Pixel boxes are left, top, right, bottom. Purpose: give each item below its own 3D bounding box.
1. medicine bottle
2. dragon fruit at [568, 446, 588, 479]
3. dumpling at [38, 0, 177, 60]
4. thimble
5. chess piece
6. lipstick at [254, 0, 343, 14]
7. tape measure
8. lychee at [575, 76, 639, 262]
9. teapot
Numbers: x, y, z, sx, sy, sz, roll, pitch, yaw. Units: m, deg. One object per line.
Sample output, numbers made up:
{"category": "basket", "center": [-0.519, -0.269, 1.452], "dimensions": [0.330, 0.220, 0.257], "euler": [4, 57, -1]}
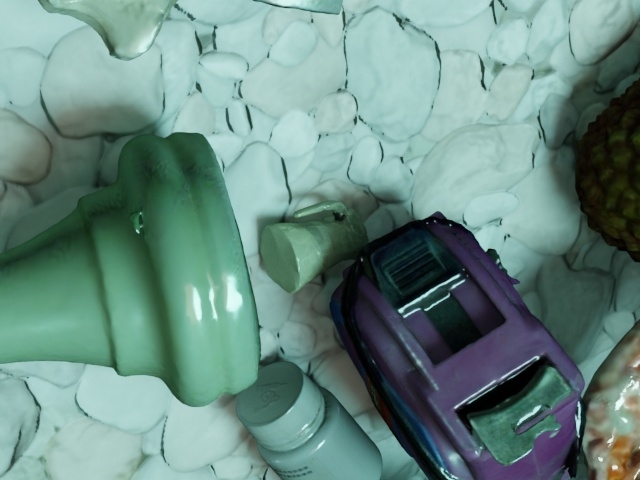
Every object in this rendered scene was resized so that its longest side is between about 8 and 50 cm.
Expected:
{"category": "medicine bottle", "center": [-0.010, 0.165, 1.191], "dimensions": [0.080, 0.080, 0.130], "euler": [-40, 126, -4]}
{"category": "dragon fruit", "center": [0.298, 0.328, 1.358], "dimensions": [0.204, 0.221, 0.283], "euler": [-1, 113, -21]}
{"category": "dumpling", "center": [-0.122, -0.218, 0.919], "dimensions": [0.136, 0.118, 0.199], "euler": [22, 76, -20]}
{"category": "thimble", "center": [0.330, 0.157, 1.160], "dimensions": [0.239, 0.239, 0.162], "euler": [-59, 168, 10]}
{"category": "chess piece", "center": [-0.205, 0.045, 0.976], "dimensions": [0.299, 0.194, 0.195], "euler": [-13, 121, -11]}
{"category": "lipstick", "center": [0.002, -0.287, 0.964], "dimensions": [0.077, 0.079, 0.253], "euler": [4, 112, -28]}
{"category": "tape measure", "center": [0.118, 0.105, 1.122], "dimensions": [0.149, 0.245, 0.231], "euler": [-33, 152, -5]}
{"category": "lychee", "center": [0.346, -0.067, 1.175], "dimensions": [0.271, 0.236, 0.236], "euler": [-10, 122, 3]}
{"category": "teapot", "center": [0.000, 0.000, 1.129], "dimensions": [0.083, 0.057, 0.067], "euler": [-18, 125, -27]}
